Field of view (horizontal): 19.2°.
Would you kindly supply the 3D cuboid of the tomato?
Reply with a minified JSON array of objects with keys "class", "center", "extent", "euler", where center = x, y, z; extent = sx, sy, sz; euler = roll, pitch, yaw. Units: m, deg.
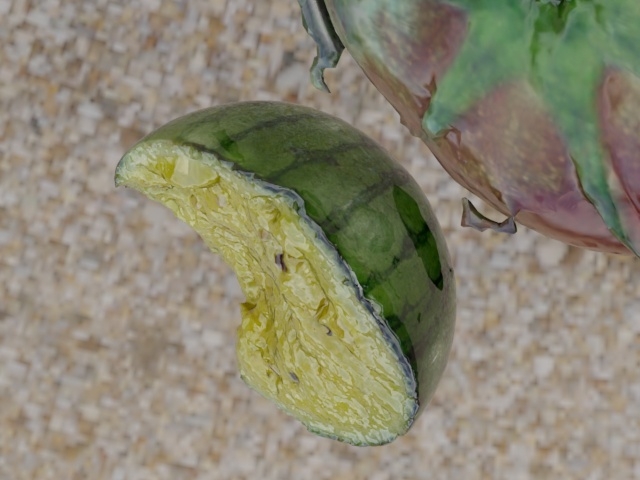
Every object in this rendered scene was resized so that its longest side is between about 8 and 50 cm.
[{"class":"tomato","center":[0.150,-0.146,0.842],"extent":[0.304,0.239,0.303],"euler":[17,122,29]}]

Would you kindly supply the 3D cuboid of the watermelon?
[{"class":"watermelon","center":[0.000,0.000,1.612],"extent":[0.331,0.189,0.330],"euler":[30,151,18]}]
